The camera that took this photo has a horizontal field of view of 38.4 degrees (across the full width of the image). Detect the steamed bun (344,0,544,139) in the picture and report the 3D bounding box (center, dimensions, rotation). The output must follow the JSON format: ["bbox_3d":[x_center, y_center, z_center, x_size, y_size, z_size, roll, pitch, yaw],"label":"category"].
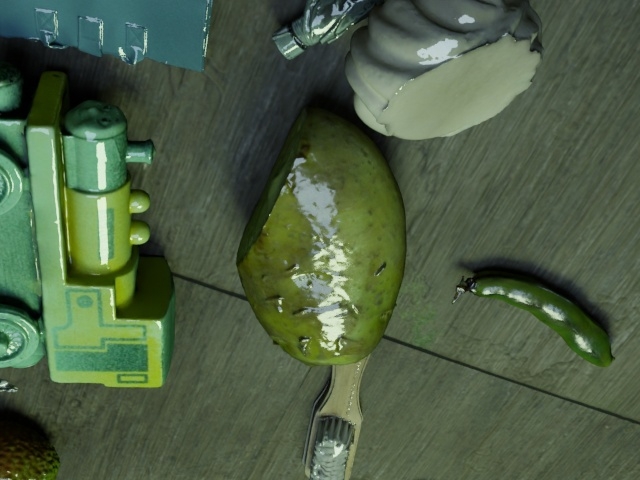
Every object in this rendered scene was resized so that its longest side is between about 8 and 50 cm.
[{"bbox_3d":[0.107,-0.168,0.806,0.183,0.106,0.183,-21,159,-8],"label":"steamed bun"}]

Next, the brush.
[{"bbox_3d":[0.024,0.212,1.150,0.070,0.065,0.327,9,126,0],"label":"brush"}]

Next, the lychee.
[{"bbox_3d":[-0.415,0.292,1.200,0.147,0.114,0.114,7,130,-26],"label":"lychee"}]

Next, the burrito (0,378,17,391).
[{"bbox_3d":[-0.579,0.116,1.081,0.446,0.101,0.139,11,129,-4],"label":"burrito"}]

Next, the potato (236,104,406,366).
[{"bbox_3d":[0.000,0.000,0.942,0.176,0.141,0.298,-4,119,-4],"label":"potato"}]

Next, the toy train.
[{"bbox_3d":[-0.268,-0.010,0.947,0.237,0.150,0.368,1,128,-9],"label":"toy train"}]

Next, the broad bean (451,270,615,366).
[{"bbox_3d":[0.256,0.084,1.053,0.227,0.039,0.069,25,119,-14],"label":"broad bean"}]

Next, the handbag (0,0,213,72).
[{"bbox_3d":[-0.206,-0.232,0.824,0.221,0.057,0.144,10,132,-5],"label":"handbag"}]

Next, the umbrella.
[{"bbox_3d":[0.038,-0.224,0.825,0.188,0.046,0.050,-26,104,24],"label":"umbrella"}]
